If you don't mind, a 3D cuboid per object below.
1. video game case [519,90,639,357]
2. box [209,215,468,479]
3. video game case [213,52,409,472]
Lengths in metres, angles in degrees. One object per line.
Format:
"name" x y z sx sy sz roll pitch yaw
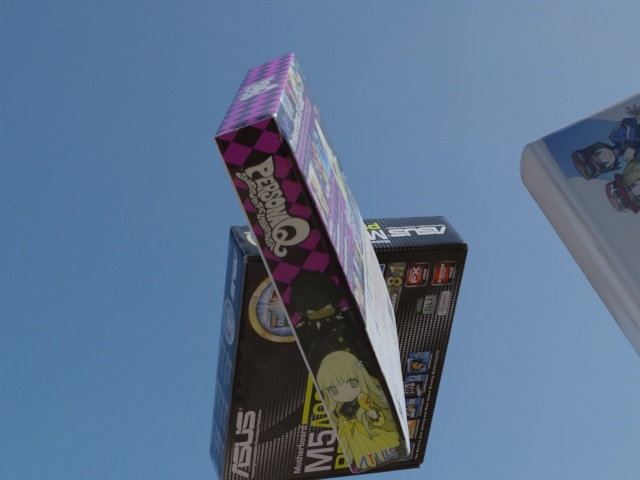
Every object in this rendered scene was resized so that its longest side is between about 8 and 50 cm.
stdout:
"video game case" 0.303 0.026 0.525 0.300 0.329 0.036 -25 -26 -8
"box" 0.012 0.110 1.098 0.216 0.060 0.270 -3 -60 -19
"video game case" 0.000 0.000 0.719 0.041 0.232 0.210 -19 -74 7
